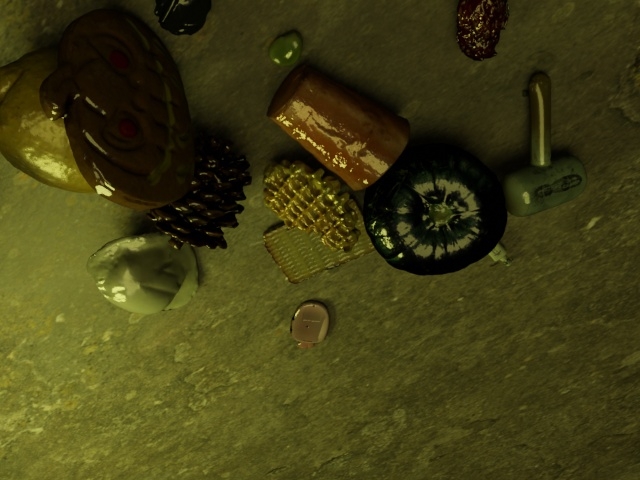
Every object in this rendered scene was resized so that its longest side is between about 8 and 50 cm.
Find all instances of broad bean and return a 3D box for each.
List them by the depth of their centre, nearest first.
[{"bbox_3d":[-0.068,-0.392,1.532,0.083,0.045,0.063,-35,118,30],"label":"broad bean"}]

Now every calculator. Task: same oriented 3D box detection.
[{"bbox_3d":[-0.028,0.229,1.990,0.103,0.024,0.166,6,125,-6],"label":"calculator"}]

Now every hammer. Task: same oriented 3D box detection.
[{"bbox_3d":[0.480,-0.213,1.632,0.202,0.113,0.305,-20,114,-22],"label":"hammer"}]

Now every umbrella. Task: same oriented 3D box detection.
[{"bbox_3d":[-0.236,-0.551,1.385,0.118,0.118,0.340,11,116,-9],"label":"umbrella"}]

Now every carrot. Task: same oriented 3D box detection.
[{"bbox_3d":[0.036,-0.249,1.555,0.254,0.196,0.196,35,118,-20],"label":"carrot"}]

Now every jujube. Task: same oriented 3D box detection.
[{"bbox_3d":[0.312,-0.436,1.477,0.104,0.104,0.166,2,134,-3],"label":"jujube"}]

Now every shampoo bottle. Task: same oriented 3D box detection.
[{"bbox_3d":[0.427,0.020,1.846,0.049,0.034,0.141,-41,118,17],"label":"shampoo bottle"}]

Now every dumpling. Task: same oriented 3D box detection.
[{"bbox_3d":[-0.412,0.067,1.806,0.175,0.243,0.227,42,100,16],"label":"dumpling"}]

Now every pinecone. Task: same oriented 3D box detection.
[{"bbox_3d":[-0.269,-0.106,1.633,0.224,0.224,0.272,18,104,-14],"label":"pinecone"}]

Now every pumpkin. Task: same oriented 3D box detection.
[{"bbox_3d":[0.247,-0.067,1.660,0.315,0.238,0.315,0,106,-1],"label":"pumpkin"}]

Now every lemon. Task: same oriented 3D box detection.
[{"bbox_3d":[-0.501,-0.237,1.501,0.316,0.285,0.285,-4,132,-37],"label":"lemon"}]

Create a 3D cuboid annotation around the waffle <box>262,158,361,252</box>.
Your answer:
[{"bbox_3d":[-0.027,-0.076,1.679,0.253,0.056,0.249,6,133,43],"label":"waffle"}]

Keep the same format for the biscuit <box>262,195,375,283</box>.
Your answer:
[{"bbox_3d":[0.000,0.000,1.824,0.254,0.029,0.172,-23,123,13],"label":"biscuit"}]

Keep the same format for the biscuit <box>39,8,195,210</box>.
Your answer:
[{"bbox_3d":[-0.366,-0.252,1.404,0.070,0.350,0.394,-18,83,30],"label":"biscuit"}]
